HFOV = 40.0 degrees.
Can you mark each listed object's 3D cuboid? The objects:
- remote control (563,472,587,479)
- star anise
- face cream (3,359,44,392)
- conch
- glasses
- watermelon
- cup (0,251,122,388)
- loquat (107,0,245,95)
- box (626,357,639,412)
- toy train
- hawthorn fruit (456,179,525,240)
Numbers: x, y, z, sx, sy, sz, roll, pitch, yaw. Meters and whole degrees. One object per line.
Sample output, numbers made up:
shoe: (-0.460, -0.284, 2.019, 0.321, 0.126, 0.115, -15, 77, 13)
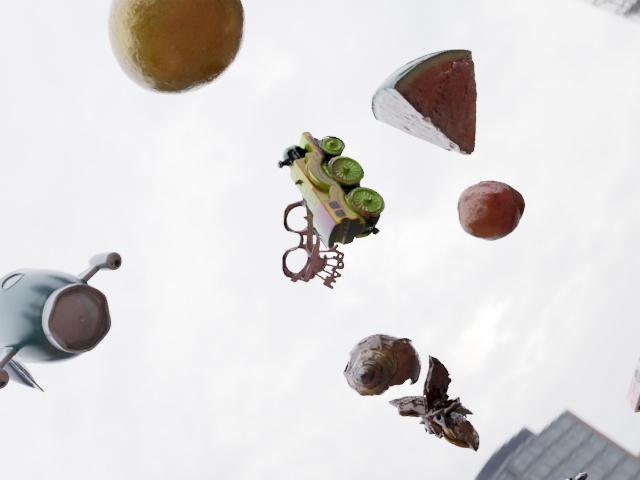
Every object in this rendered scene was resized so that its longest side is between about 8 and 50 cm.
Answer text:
remote control: (0.425, 0.520, 1.226, 0.145, 0.398, 0.062, -33, 1, -13)
star anise: (0.210, 0.260, 1.392, 0.144, 0.158, 0.140, -19, -20, -38)
face cream: (-0.680, 0.217, 1.780, 0.086, 0.385, 0.135, -48, -56, -25)
conch: (0.093, 0.163, 1.203, 0.233, 0.086, 0.080, -10, -68, -55)
glasses: (0.003, -0.002, 2.016, 0.162, 0.095, 0.255, -4, -72, -28)
watermelon: (0.293, -0.375, 2.367, 0.283, 0.250, 0.292, -28, -63, -9)
cup: (-0.426, 0.124, 1.417, 0.299, 0.173, 0.167, -52, -57, -33)
loquat: (-0.277, -0.425, 1.706, 0.275, 0.275, 0.274, -33, -39, -31)
box: (0.686, 0.292, 1.800, 0.089, 0.043, 0.125, -5, -53, -7)
toy train: (0.019, -0.117, 1.920, 0.161, 0.296, 0.100, -14, -36, -27)
hawthorn fruit: (0.313, -0.055, 1.606, 0.128, 0.128, 0.128, -33, -39, -31)
